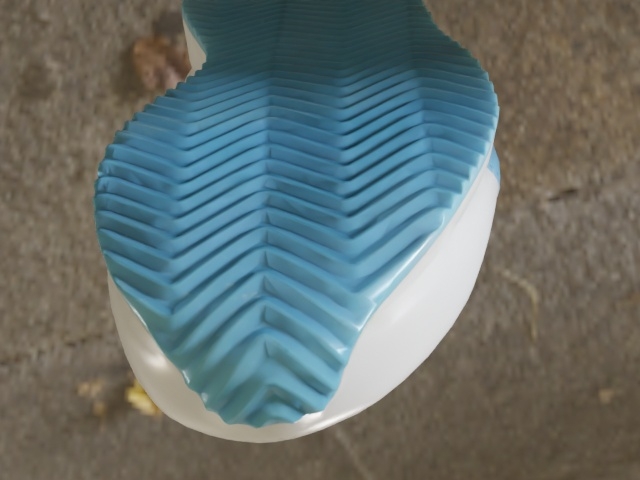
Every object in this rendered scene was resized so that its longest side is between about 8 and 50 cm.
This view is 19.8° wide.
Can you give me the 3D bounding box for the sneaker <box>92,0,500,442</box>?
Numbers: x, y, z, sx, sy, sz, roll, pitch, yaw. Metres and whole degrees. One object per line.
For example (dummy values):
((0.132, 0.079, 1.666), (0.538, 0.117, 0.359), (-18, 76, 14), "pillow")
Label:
((0.000, 0.000, 0.443), (0.087, 0.229, 0.092), (-4, 109, 4), "sneaker")
